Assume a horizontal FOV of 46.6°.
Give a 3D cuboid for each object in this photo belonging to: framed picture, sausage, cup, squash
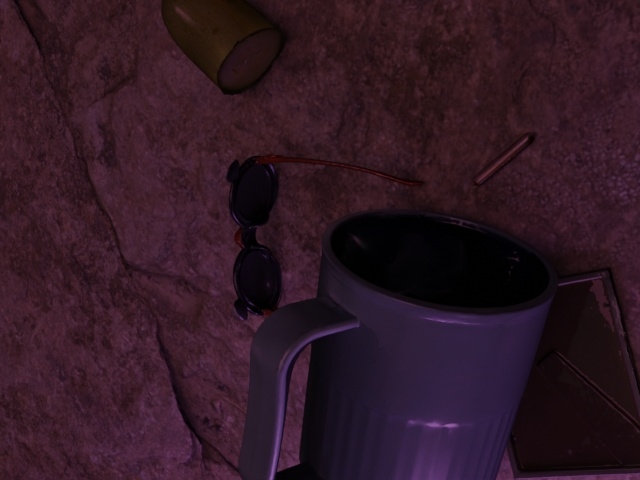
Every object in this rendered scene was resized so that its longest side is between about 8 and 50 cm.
[{"bbox_3d":[0.293,0.169,0.911,0.184,0.016,0.250,-16,91,33],"label":"framed picture"},{"bbox_3d":[0.222,-0.098,0.905,0.100,0.015,0.015,-43,76,31],"label":"sausage"},{"bbox_3d":[0.095,0.164,0.840,0.257,0.331,0.311,17,116,21],"label":"cup"},{"bbox_3d":[-0.150,-0.302,1.045,0.186,0.123,0.123,46,119,20],"label":"squash"}]

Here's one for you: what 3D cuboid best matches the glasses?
[{"bbox_3d":[0.000,0.000,1.003,0.268,0.118,0.234,3,99,32],"label":"glasses"}]
